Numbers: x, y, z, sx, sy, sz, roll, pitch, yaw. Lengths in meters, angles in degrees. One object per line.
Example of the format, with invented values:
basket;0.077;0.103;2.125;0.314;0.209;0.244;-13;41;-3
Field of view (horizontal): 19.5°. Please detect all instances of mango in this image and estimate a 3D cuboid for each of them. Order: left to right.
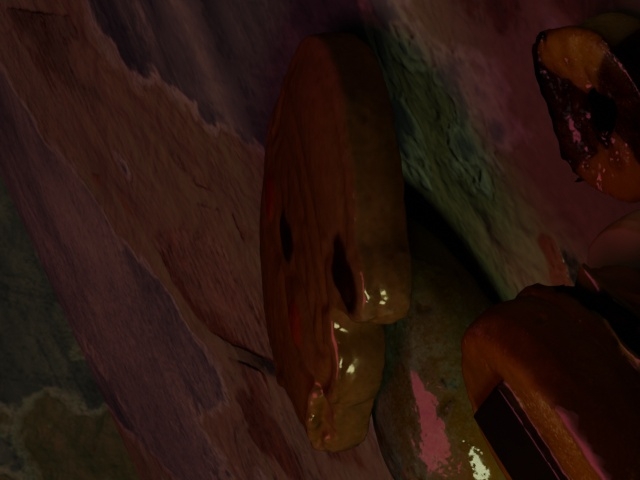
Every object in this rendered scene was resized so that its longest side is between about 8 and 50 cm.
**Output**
mango;0.113;0.118;1.742;0.193;0.146;0.316;139;116;-69

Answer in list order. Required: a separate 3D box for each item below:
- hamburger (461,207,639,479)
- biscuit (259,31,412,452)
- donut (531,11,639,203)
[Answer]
hamburger;0.246;0.120;1.298;0.291;0.225;0.291;56;166;22
biscuit;-0.001;0.000;1.765;0.455;0.078;0.349;103;163;-53
donut;0.211;-0.100;1.324;0.140;0.059;0.140;48;156;30
